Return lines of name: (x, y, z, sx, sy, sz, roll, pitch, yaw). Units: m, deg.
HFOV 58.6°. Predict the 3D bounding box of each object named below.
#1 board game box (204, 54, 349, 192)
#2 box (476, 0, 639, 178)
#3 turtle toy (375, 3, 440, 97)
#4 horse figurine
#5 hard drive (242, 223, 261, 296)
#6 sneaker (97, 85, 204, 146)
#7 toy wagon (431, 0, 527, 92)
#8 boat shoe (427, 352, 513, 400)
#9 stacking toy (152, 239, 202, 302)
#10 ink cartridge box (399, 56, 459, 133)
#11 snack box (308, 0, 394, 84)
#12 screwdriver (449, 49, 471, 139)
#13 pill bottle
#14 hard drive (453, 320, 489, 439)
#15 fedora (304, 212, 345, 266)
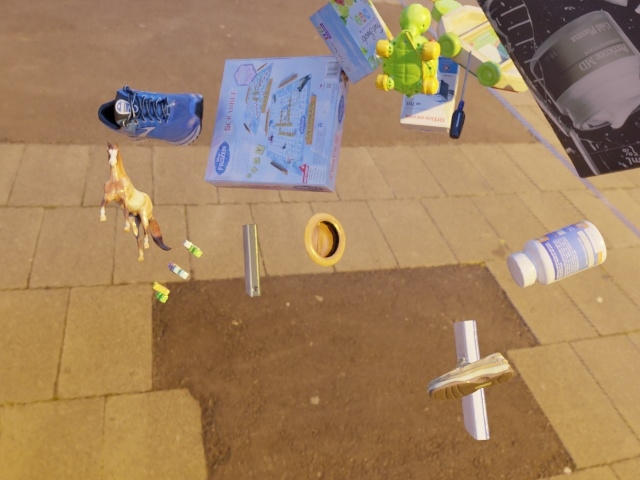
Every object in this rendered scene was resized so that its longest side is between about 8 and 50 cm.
board game box: (-0.102, -0.280, 1.366, 0.317, 0.319, 0.066, 5, -10, 21)
box: (0.520, -0.388, 0.810, 0.297, 0.480, 0.472, -40, 101, -18)
turtle toy: (0.132, -0.270, 0.822, 0.095, 0.130, 0.066, 13, 35, 25)
horse figurine: (-0.410, -0.068, 1.241, 0.066, 0.263, 0.175, -15, 59, 6)
hard drive: (-0.133, 0.036, 1.098, 0.022, 0.135, 0.094, -3, 1, -13)
sneaker: (-0.419, -0.302, 1.390, 0.329, 0.130, 0.147, 0, -4, 34)
toy wagon: (0.388, -0.490, 1.372, 0.344, 0.068, 0.267, 42, 54, 18)
boat shoe: (0.312, 0.288, 1.226, 0.189, 0.068, 0.072, -11, 47, -11)
stacking toy: (-0.391, 0.086, 1.576, 0.052, 0.167, 0.221, 36, -8, -18)
ink cartridge box: (0.303, -0.404, 1.577, 0.139, 0.191, 0.082, 8, 0, 14)
snack box: (0.081, -0.475, 1.300, 0.174, 0.070, 0.207, 54, 38, -17)
screwdriver: (0.255, -0.259, 1.008, 0.025, 0.170, 0.024, 11, -8, 39)
pill bottle: (0.746, 0.050, 1.822, 0.271, 0.152, 0.152, -20, 43, -2)
hard drive: (0.438, 0.398, 1.669, 0.040, 0.210, 0.319, -5, 80, 5)
fedora: (0.000, 0.000, 2.025, 0.194, 0.079, 0.194, 9, 74, -35)
